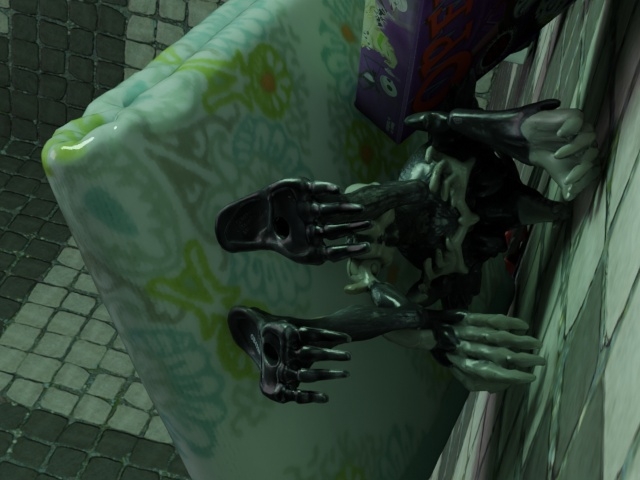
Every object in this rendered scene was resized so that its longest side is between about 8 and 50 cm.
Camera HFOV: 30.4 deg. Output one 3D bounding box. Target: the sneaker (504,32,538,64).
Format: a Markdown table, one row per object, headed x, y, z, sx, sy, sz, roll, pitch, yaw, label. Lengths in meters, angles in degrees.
| x | y | z | sx | sy | sz | roll | pitch | yaw | label |
| --- | --- | --- | --- | --- | --- | --- | --- | --- | --- |
| 0.251 | -0.388 | 1.571 | 0.315 | 0.127 | 0.182 | -68 | -11 | -46 | sneaker |

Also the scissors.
| x | y | z | sx | sy | sz | roll | pitch | yaw | label |
| --- | --- | --- | --- | --- | --- | --- | --- | --- | --- |
| 0.154 | 0.012 | 0.947 | 0.297 | 0.021 | 0.109 | 95 | -167 | -68 | scissors |

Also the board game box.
| x | y | z | sx | sy | sz | roll | pitch | yaw | label |
| --- | --- | --- | --- | --- | --- | --- | --- | --- | --- |
| 0.113 | -0.208 | 0.599 | 0.208 | 0.056 | 0.347 | -36 | -20 | -17 | board game box |

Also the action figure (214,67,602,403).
| x | y | z | sx | sy | sz | roll | pitch | yaw | label |
| --- | --- | --- | --- | --- | --- | --- | --- | --- | --- |
| 0.071 | 0.002 | 0.634 | 0.275 | 0.141 | 0.164 | -22 | -58 | -51 | action figure |

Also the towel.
| x | y | z | sx | sy | sz | roll | pitch | yaw | label |
| --- | --- | --- | --- | --- | --- | --- | --- | --- | --- |
| 0.000 | 0.000 | 0.756 | 0.374 | 0.090 | 0.320 | -52 | -55 | -50 | towel |

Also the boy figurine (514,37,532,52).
| x | y | z | sx | sy | sz | roll | pitch | yaw | label |
| --- | --- | --- | --- | --- | --- | --- | --- | --- | --- |
| 0.186 | -0.293 | 1.078 | 0.285 | 0.092 | 0.177 | 103 | 145 | -57 | boy figurine |
